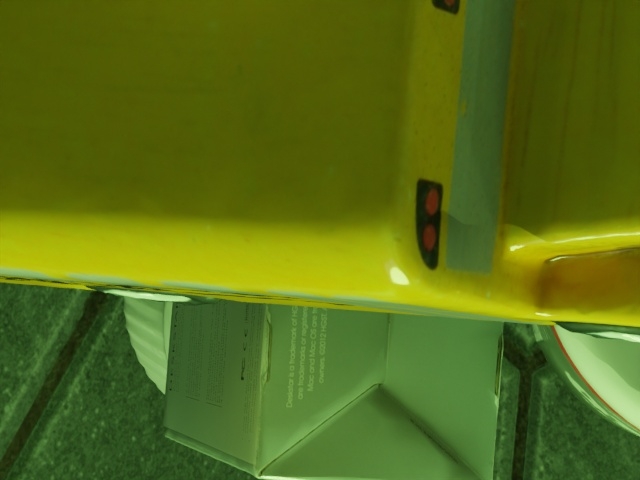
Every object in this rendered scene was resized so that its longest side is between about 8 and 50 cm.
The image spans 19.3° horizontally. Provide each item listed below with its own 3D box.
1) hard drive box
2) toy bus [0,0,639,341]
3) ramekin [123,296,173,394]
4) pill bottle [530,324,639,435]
[{"bbox_3d":[0.000,0.000,0.756,0.089,0.181,0.232,5,177,-13],"label":"hard drive box"},{"bbox_3d":[-0.022,-0.036,0.550,0.332,0.108,0.130,3,175,36],"label":"toy bus"},{"bbox_3d":[-0.031,0.035,1.228,0.207,0.207,0.109,8,-176,-36],"label":"ramekin"},{"bbox_3d":[0.167,0.010,0.799,0.161,0.161,0.283,5,176,5],"label":"pill bottle"}]
